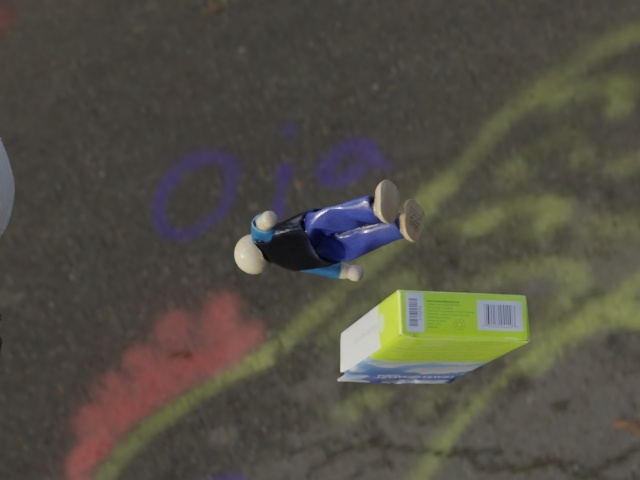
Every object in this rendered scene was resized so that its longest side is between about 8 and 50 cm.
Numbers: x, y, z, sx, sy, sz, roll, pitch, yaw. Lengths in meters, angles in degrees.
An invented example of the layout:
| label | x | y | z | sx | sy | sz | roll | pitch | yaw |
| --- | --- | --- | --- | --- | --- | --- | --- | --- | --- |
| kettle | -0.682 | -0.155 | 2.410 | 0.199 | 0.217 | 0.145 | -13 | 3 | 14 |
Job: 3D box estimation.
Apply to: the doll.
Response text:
| label | x | y | z | sx | sy | sz | roll | pitch | yaw |
| --- | --- | --- | --- | --- | --- | --- | --- | --- | --- |
| doll | 0.000 | 0.000 | 1.561 | 0.189 | 0.129 | 0.046 | -15 | 54 | 35 |

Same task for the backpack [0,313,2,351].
| label | x | y | z | sx | sy | sz | roll | pitch | yaw |
| --- | --- | --- | --- | --- | --- | --- | --- | --- | --- |
| backpack | -0.373 | -0.021 | 1.181 | 0.263 | 0.276 | 0.213 | -15 | -8 | 32 |

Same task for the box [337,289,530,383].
| label | x | y | z | sx | sy | sz | roll | pitch | yaw |
| --- | --- | --- | --- | --- | --- | --- | --- | --- | --- |
| box | 0.087 | 0.080 | 1.425 | 0.109 | 0.178 | 0.042 | 3 | 74 | -16 |

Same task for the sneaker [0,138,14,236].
| label | x | y | z | sx | sy | sz | roll | pitch | yaw |
| --- | --- | --- | --- | --- | --- | --- | --- | --- | --- |
| sneaker | -0.358 | 0.030 | 1.595 | 0.114 | 0.305 | 0.152 | 18 | 20 | -12 |
